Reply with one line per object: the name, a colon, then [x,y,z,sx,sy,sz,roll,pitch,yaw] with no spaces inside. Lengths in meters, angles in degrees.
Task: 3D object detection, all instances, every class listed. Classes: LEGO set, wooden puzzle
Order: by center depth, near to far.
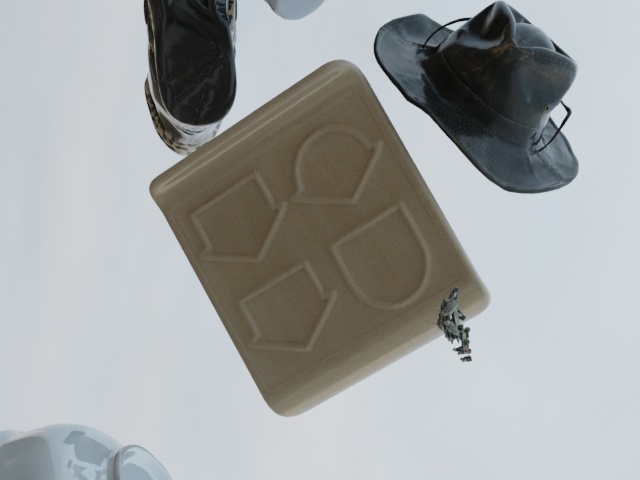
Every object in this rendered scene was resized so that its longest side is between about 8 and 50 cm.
LEGO set: [0.103,0.070,1.188,0.054,0.023,0.083,-84,164,-45]
wooden puzzle: [0.000,0.000,1.841,0.322,0.080,0.348,-32,-92,22]

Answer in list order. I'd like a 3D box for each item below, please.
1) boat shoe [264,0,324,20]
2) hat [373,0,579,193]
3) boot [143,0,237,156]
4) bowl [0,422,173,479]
boat shoe: [0.022,-0.477,1.991,0.367,0.136,0.156,-52,-121,19]
hat: [0.230,-0.206,1.836,0.134,0.331,0.331,-47,-137,29]
boot: [-0.183,-0.310,2.097,0.284,0.138,0.377,126,-41,-77]
bowl: [-0.226,0.307,1.594,0.134,0.298,0.298,-29,-130,12]
